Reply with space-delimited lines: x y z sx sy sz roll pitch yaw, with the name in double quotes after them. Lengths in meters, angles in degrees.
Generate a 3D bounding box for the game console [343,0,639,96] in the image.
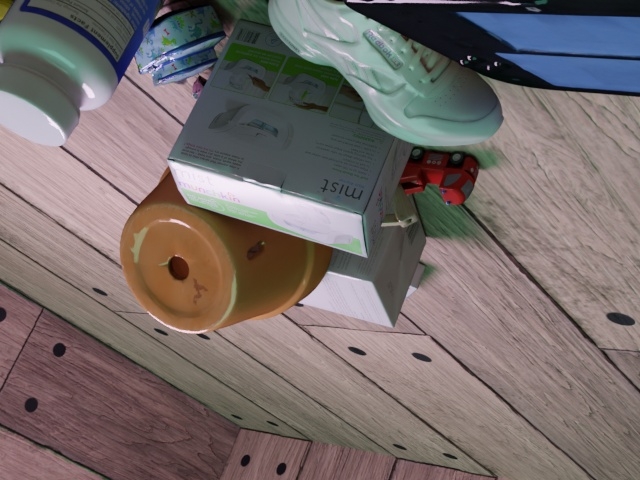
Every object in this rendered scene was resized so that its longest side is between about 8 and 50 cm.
0.260 -0.178 0.863 0.386 0.060 0.342 12 -174 38 "game console"

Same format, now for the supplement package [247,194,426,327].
0.000 0.000 1.582 0.292 0.175 0.177 14 156 22 "supplement package"

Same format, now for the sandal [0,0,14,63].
-0.488 -0.273 1.333 0.126 0.138 0.317 19 -162 10 "sandal"

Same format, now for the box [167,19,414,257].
-0.024 -0.134 1.230 0.261 0.231 0.127 16 157 14 "box"

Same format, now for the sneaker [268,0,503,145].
0.076 -0.215 1.064 0.305 0.114 0.152 34 153 2 "sneaker"

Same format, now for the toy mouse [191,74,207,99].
-0.142 -0.191 1.381 0.161 0.031 0.143 40 -164 8 "toy mouse"

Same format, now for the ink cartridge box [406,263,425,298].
0.130 0.067 1.777 0.088 0.052 0.122 24 159 -5 "ink cartridge box"

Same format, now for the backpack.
-0.180 -0.257 1.261 0.114 0.105 0.084 -18 100 48 "backpack"

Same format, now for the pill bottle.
-0.294 -0.254 1.157 0.152 0.272 0.152 20 158 8 "pill bottle"

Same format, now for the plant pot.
-0.153 0.003 1.399 0.290 0.203 0.291 10 114 25 "plant pot"

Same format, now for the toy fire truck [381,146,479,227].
0.118 -0.067 1.372 0.192 0.135 0.047 11 155 28 "toy fire truck"
